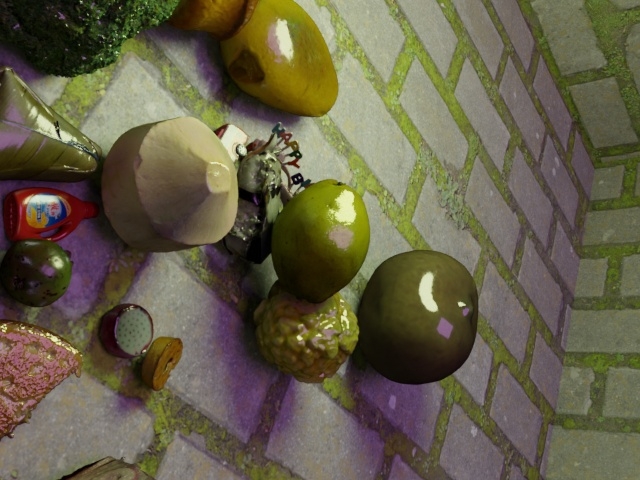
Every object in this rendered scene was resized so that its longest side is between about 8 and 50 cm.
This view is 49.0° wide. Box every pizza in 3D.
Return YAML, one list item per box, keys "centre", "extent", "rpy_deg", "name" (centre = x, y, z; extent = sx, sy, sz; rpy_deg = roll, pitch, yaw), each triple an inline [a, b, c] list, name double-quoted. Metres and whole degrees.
- centre: [-0.490, 0.230, 1.116]
  extent: [0.188, 0.062, 0.199]
  rpy_deg: [31, 67, -31]
  name: "pizza"

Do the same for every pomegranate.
- centre: [-0.455, 0.046, 1.153]
  extent: [0.142, 0.114, 0.115]
  rpy_deg: [-57, 132, -71]
  name: "pomegranate"

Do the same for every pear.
- centre: [0.000, 0.000, 1.495]
  extent: [0.212, 0.212, 0.269]
  rpy_deg: [24, 86, -47]
  name: "pear"

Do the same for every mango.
- centre: [-0.077, -0.414, 1.617]
  extent: [0.365, 0.182, 0.253]
  rpy_deg: [32, 60, -44]
  name: "mango"

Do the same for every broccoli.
- centre: [-0.410, -0.464, 1.133]
  extent: [0.321, 0.310, 0.413]
  rpy_deg: [-23, 137, -58]
  name: "broccoli"

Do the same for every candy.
- centre: [-0.357, 0.167, 1.300]
  extent: [0.103, 0.043, 0.103]
  rpy_deg: [10, 77, -50]
  name: "candy"

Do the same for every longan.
- centre: [0.263, 0.199, 1.846]
  extent: [0.361, 0.361, 0.361]
  rpy_deg: [10, 78, -50]
  name: "longan"

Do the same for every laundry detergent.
- centre: [-0.454, -0.043, 1.204]
  extent: [0.165, 0.049, 0.097]
  rpy_deg: [-5, 100, -52]
  name: "laundry detergent"

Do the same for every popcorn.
- centre: [-0.033, 0.202, 1.579]
  extent: [0.259, 0.259, 0.212]
  rpy_deg: [-28, 132, -49]
  name: "popcorn"

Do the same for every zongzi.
- centre: [-0.485, -0.114, 1.118]
  extent: [0.228, 0.115, 0.256]
  rpy_deg: [44, 51, -39]
  name: "zongzi"

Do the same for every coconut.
- centre: [-0.268, -0.097, 1.286]
  extent: [0.259, 0.259, 0.259]
  rpy_deg: [10, 78, -50]
  name: "coconut"

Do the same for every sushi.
- centre: [-0.152, -0.098, 1.505]
  extent: [0.134, 0.109, 0.273]
  rpy_deg: [-50, 144, -71]
  name: "sushi"

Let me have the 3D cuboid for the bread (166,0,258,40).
- centre: [-0.225, -0.554, 1.387]
  extent: [0.172, 0.312, 0.312]
  rpy_deg: [-9, 92, -35]
  name: "bread"

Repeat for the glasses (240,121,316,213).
- centre: [-0.074, -0.148, 1.605]
  extent: [0.095, 0.162, 0.255]
  rpy_deg: [-49, 123, -47]
  name: "glasses"

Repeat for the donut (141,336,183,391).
- centre: [-0.304, 0.228, 1.335]
  extent: [0.097, 0.043, 0.108]
  rpy_deg: [95, 16, -46]
  name: "donut"

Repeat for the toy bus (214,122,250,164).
- centre: [-0.219, -0.168, 1.503]
  extent: [0.077, 0.065, 0.192]
  rpy_deg: [43, 53, -30]
  name: "toy bus"

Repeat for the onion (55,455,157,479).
- centre: [-0.346, 0.494, 1.129]
  extent: [0.256, 0.272, 0.230]
  rpy_deg: [-10, 106, -19]
  name: "onion"
